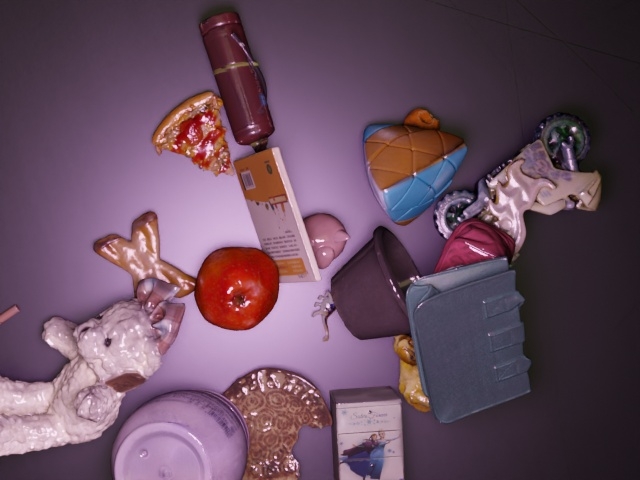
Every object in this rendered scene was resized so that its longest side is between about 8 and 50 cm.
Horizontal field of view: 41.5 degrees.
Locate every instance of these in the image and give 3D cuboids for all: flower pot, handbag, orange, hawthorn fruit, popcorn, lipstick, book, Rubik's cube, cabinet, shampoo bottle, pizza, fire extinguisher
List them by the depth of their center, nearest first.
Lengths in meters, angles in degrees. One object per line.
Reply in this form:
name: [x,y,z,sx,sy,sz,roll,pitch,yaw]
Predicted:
handbag: [0.309,0.206,1.743,0.238,0.089,0.326,-16,118,-5]
shampoo bottle: [-0.290,0.454,1.789,0.273,0.266,0.273,0,92,11]
hawthorn fruit: [-0.178,0.111,1.824,0.197,0.225,0.196,-1,100,-8]
handbag: [0.321,0.070,1.829,0.146,0.135,0.225,25,123,9]
book: [-0.099,-0.047,1.837,0.020,0.208,0.295,-22,98,-30]
Rubik's cube: [0.179,-0.111,1.855,0.254,0.254,0.254,0,91,-6]
fire extinguisher: [-0.168,-0.329,1.861,0.105,0.141,0.341,-18,90,-10]
flower pot: [0.127,0.117,1.867,0.166,0.269,0.269,-27,94,19]
lipstick: [-0.711,0.176,1.877,0.094,0.019,0.019,-36,94,-4]
pizza: [-0.261,-0.220,1.892,0.188,0.062,0.199,-43,96,-1]
cabinet: [0.103,0.448,1.897,0.145,0.150,0.206,-3,92,-6]
popcorn: [0.251,0.290,1.900,0.168,0.173,0.195,-7,106,34]
orange: [0.230,-0.257,1.938,0.086,0.062,0.086,9,49,-11]

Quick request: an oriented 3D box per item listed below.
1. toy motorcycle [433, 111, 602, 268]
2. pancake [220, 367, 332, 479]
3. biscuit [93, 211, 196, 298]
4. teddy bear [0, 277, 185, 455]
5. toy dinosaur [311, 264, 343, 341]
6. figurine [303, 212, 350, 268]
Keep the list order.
toy motorcycle: [0.464,-0.098,1.917,0.410,0.169,0.237,-36,88,3]
pancake: [-0.112,0.431,1.912,0.286,0.033,0.288,-11,93,5]
biscuit: [-0.389,0.058,1.892,0.164,0.047,0.208,-31,95,-1]
teddy bear: [-0.509,0.241,1.754,0.375,0.327,0.362,6,121,-29]
toy dinosaur: [0.014,0.141,1.940,0.058,0.037,0.180,13,97,-29]
figurine: [0.000,0.000,1.885,0.125,0.138,0.125,-1,96,-9]
